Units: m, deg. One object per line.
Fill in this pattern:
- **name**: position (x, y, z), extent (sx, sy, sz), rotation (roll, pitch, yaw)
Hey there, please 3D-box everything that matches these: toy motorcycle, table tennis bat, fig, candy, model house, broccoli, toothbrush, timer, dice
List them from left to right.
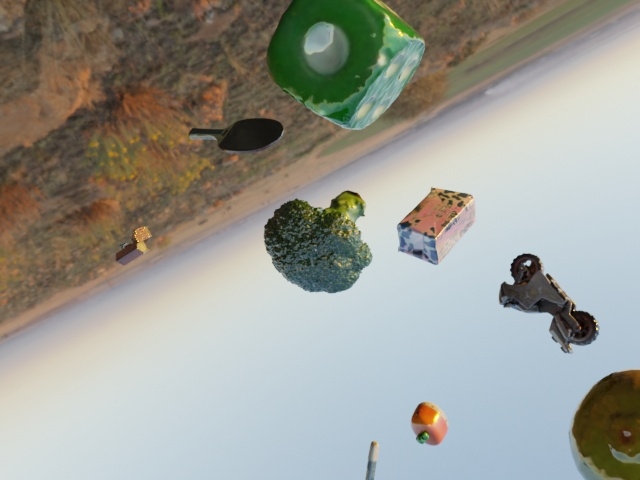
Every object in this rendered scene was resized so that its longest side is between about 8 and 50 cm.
- **model house**: position (-0.414, 0.012, 1.309), extent (0.083, 0.057, 0.058), rotation (-29, -177, 11)
- **table tennis bat**: position (-0.228, -0.280, 1.564), extent (0.274, 0.021, 0.154), rotation (5, -134, 21)
- **broccoli**: position (0.000, 0.000, 1.494), extent (0.298, 0.297, 0.297), rotation (-24, -162, 45)
- **dice**: position (0.065, -0.468, 1.478), extent (0.297, 0.287, 0.300), rotation (-54, 168, 22)
- **toothbrush**: position (0.072, 0.470, 0.982), extent (0.025, 0.275, 0.019), rotation (5, -179, -9)
- **timer**: position (0.327, 0.572, 1.808), extent (0.136, 0.136, 0.099), rotation (-30, 178, -37)
- **candy**: position (0.216, -0.032, 1.103), extent (0.092, 0.073, 0.160), rotation (19, -136, 33)
- **toy motorcycle**: position (0.428, 0.128, 1.143), extent (0.080, 0.215, 0.122), rotation (14, 125, -50)
- **fig**: position (0.476, 0.292, 0.827), extent (0.207, 0.230, 0.207), rotation (-48, -159, 25)
